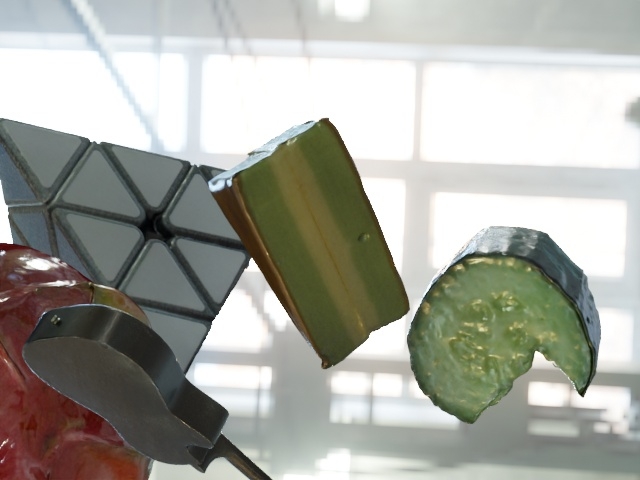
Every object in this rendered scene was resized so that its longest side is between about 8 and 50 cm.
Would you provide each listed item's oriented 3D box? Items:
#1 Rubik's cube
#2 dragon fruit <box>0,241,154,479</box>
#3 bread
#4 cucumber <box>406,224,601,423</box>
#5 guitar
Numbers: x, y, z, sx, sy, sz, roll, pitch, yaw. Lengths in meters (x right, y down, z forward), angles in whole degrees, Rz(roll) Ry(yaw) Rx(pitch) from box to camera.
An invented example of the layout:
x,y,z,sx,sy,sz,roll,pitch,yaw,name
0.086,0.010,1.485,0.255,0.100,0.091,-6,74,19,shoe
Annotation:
x,y,z,sx,sy,sz,roll,pitch,yaw,name
-0.184,0.026,1.827,0.233,0.228,0.229,26,-108,-73,Rubik's cube
-0.287,0.161,1.579,0.226,0.305,0.305,-45,-43,-67,dragon fruit
0.003,0.004,1.140,0.139,0.074,0.084,60,169,-7,bread
0.178,0.079,1.914,0.130,0.191,0.191,-37,-50,-74,cucumber
-0.063,0.113,1.045,0.233,0.088,0.025,46,-125,-28,guitar
